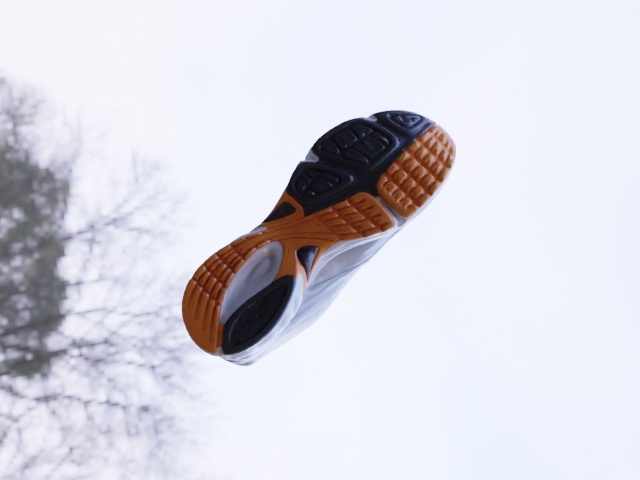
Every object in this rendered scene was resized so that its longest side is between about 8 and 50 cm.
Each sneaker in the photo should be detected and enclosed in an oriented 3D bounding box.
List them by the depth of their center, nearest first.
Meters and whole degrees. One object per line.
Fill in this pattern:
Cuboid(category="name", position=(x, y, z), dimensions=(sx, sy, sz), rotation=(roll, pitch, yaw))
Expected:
Cuboid(category="sneaker", position=(0.000, 0.000, 1.172), dimensions=(0.099, 0.262, 0.121), rotation=(48, -8, 16))
